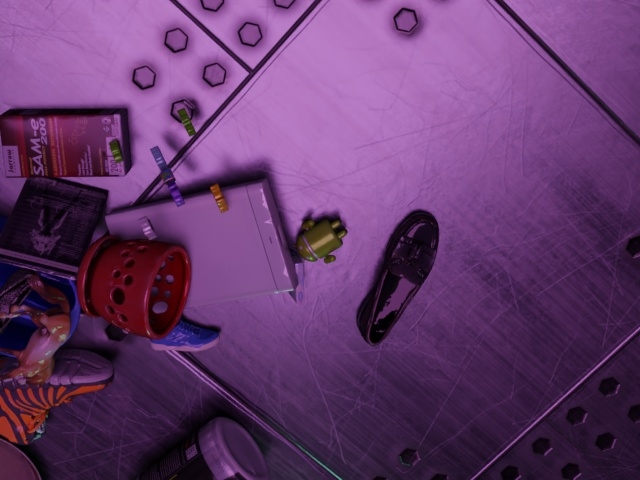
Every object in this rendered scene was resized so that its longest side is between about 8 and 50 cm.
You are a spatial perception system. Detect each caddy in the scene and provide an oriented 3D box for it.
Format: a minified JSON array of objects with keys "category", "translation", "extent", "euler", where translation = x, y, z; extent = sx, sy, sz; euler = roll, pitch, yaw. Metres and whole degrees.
[{"category":"caddy","translation":[-0.649,0.095,1.822],"extent":[0.341,0.179,0.241],"euler":[25,105,-8]}]

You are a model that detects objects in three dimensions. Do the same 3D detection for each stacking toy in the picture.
[{"category":"stacking toy","translation":[-0.296,-0.126,1.735],"extent":[0.167,0.052,0.221],"euler":[-24,80,-5]}]

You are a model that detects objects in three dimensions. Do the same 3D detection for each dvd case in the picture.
[{"category":"dvd case","translation":[-0.533,-0.031,1.778],"extent":[0.165,0.221,0.018],"euler":[14,141,-6]}]

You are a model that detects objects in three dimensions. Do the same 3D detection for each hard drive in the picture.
[{"category":"hard drive","translation":[-0.243,0.019,1.828],"extent":[0.353,0.047,0.232],"euler":[-10,108,18]}]

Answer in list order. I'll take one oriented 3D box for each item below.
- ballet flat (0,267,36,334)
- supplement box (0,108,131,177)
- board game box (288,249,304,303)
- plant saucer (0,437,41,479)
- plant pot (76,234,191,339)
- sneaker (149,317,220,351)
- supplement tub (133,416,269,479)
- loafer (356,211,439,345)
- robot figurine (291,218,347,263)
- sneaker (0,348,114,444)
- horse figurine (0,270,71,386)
[{"category":"ballet flat","translation":[-0.606,0.124,1.719],"extent":[0.057,0.049,0.173],"euler":[34,85,-22]},{"category":"supplement box","translation":[-0.507,-0.195,1.787],"extent":[0.240,0.073,0.130],"euler":[-1,108,0]},{"category":"board game box","translation":[-0.054,0.076,1.873],"extent":[0.020,0.090,0.090],"euler":[-7,109,-14]},{"category":"plant saucer","translation":[-0.779,0.562,2.038],"extent":[0.311,0.050,0.310],"euler":[0,107,0]},{"category":"plant pot","translation":[-0.371,0.087,1.757],"extent":[0.174,0.191,0.191],"euler":[11,108,14]},{"category":"sneaker","translation":[-0.295,0.189,1.922],"extent":[0.152,0.058,0.084],"euler":[-1,117,6]},{"category":"supplement tub","translation":[-0.285,0.548,1.968],"extent":[0.316,0.193,0.193],"euler":[-37,105,10]},{"category":"loafer","translation":[0.170,0.089,1.878],"extent":[0.109,0.095,0.302],"euler":[23,106,-8]},{"category":"robot figurine","translation":[0.000,0.000,1.861],"extent":[0.115,0.067,0.101],"euler":[-31,97,8]},{"category":"sneaker","translation":[-0.589,0.342,1.946],"extent":[0.321,0.124,0.180],"euler":[-3,112,11]},{"category":"horse figurine","translation":[-0.557,0.190,1.742],"extent":[0.175,0.066,0.263],"euler":[12,112,-48]}]
